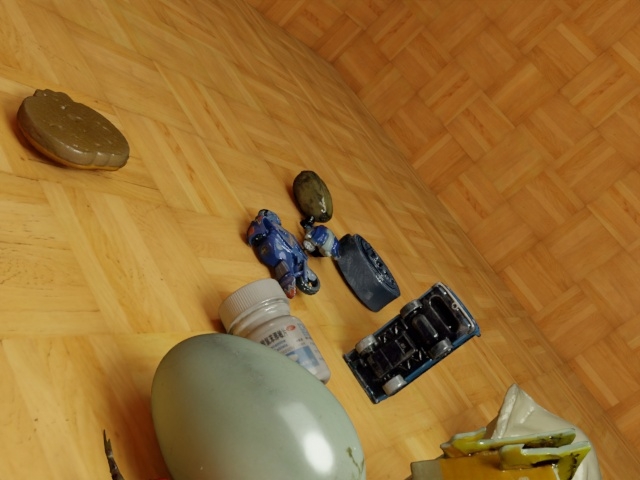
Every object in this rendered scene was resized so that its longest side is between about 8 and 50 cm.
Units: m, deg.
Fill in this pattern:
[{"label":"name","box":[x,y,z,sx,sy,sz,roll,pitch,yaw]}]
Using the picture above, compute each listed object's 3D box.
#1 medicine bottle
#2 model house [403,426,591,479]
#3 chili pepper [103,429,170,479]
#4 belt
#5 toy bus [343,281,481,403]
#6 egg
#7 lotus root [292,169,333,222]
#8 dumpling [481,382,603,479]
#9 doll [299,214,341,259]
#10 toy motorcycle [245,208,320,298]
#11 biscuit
[{"label":"medicine bottle","box":[-0.066,0.149,0.908,0.168,0.105,0.105,57,21,23]},{"label":"model house","box":[0.269,0.418,0.807,0.358,0.313,0.242,42,22,-21]},{"label":"chili pepper","box":[-0.158,0.251,0.550,0.192,0.084,0.086,59,-11,23]},{"label":"belt","box":[0.109,0.068,1.475,0.141,0.082,0.190,27,29,-58]},{"label":"toy bus","box":[0.174,0.185,1.162,0.116,0.234,0.133,56,18,21]},{"label":"egg","box":[-0.068,0.209,0.666,0.264,0.183,0.183,46,18,9]},{"label":"lotus root","box":[-0.021,-0.107,1.538,0.089,0.080,0.179,39,23,-43]},{"label":"dumpling","box":[0.414,0.497,1.214,0.315,0.233,0.395,-39,103,-40]},{"label":"doll","box":[0.000,0.000,1.398,0.096,0.070,0.195,34,11,-19]},{"label":"toy motorcycle","box":[-0.076,0.020,1.194,0.114,0.076,0.205,-2,55,-55]},{"label":"biscuit","box":[-0.370,-0.157,0.933,0.170,0.050,0.170,34,20,-14]}]
